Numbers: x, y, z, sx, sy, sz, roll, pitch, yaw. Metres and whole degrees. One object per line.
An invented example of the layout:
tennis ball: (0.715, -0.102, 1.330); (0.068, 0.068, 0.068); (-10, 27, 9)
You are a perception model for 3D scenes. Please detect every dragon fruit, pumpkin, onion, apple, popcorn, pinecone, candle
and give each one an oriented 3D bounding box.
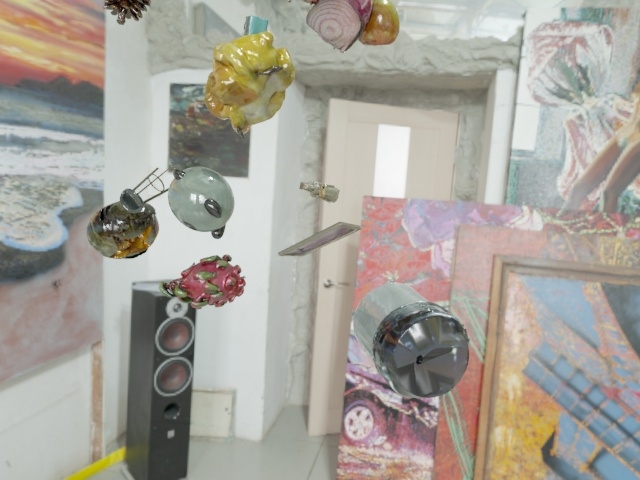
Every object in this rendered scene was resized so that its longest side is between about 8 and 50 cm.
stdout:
dragon fruit: (-0.409, 0.163, 1.687); (0.273, 0.198, 0.218); (-29, 16, -2)
pumpkin: (-0.878, -0.047, 2.095); (0.321, 0.192, 0.320); (-31, -17, -11)
onion: (0.081, -0.871, 1.765); (0.256, 0.230, 0.272); (-4, -41, 34)
apple: (0.230, -0.895, 1.924); (0.196, 0.195, 0.196); (4, 7, 0)
popcorn: (-0.237, -0.512, 1.479); (0.316, 0.280, 0.297); (-36, -25, 11)
pinecone: (-0.702, -0.894, 1.700); (0.186, 0.212, 0.168); (5, 27, -31)
candle: (0.206, 0.231, 1.173); (0.222, 0.221, 0.342); (2, 9, -13)

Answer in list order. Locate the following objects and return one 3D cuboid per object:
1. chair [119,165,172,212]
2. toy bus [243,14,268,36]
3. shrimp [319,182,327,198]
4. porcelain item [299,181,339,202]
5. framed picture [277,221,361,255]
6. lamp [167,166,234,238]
chair: (-0.650, -0.200, 1.773); (0.221, 0.104, 0.095); (-50, 6, -33)
toy bus: (-0.246, -0.743, 1.743); (0.079, 0.160, 0.092); (5, 16, -23)
shrimp: (0.011, -0.233, 2.099); (0.023, 0.059, 0.108); (-6, 43, 18)
porcelain item: (-0.005, -0.232, 2.170); (0.213, 0.084, 0.054); (12, -3, -43)
framed picture: (0.000, 0.000, 2.153); (0.335, 0.022, 0.247); (-26, -13, 22)
lamp: (-0.344, -0.109, 1.380); (0.198, 0.197, 0.244); (4, -19, -1)
